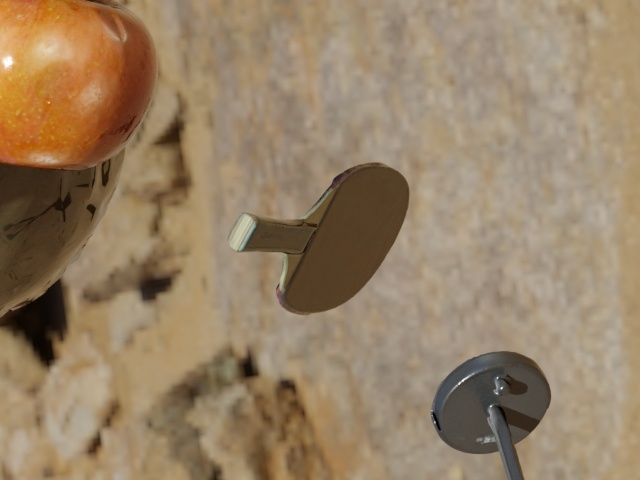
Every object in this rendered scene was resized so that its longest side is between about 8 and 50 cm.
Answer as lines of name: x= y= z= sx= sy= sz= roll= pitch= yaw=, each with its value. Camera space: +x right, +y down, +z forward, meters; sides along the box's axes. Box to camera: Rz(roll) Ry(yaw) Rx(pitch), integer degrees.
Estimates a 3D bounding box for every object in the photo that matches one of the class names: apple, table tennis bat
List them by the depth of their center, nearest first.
apple: x=-0.199 y=-0.118 z=1.343 sx=0.163 sy=0.163 sz=0.139 roll=-123 pitch=53 yaw=-70
table tennis bat: x=0.000 y=0.000 z=1.777 sx=0.022 sy=0.301 sz=0.173 roll=34 pitch=104 yaw=26

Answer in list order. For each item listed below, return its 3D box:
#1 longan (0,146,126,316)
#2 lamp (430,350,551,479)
longan: x=-0.355 y=-0.105 z=1.599 sx=0.391 sy=0.391 sz=0.391 roll=172 pitch=90 yaw=-82
lamp: x=0.182 y=0.282 z=1.623 sx=0.108 sy=0.130 sz=0.371 roll=95 pitch=163 yaw=-57
